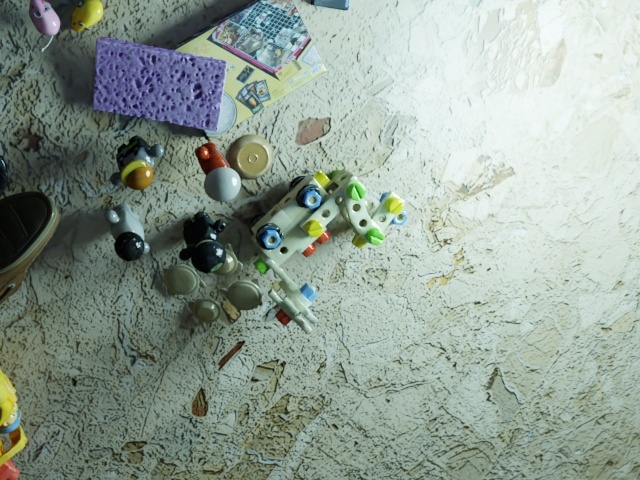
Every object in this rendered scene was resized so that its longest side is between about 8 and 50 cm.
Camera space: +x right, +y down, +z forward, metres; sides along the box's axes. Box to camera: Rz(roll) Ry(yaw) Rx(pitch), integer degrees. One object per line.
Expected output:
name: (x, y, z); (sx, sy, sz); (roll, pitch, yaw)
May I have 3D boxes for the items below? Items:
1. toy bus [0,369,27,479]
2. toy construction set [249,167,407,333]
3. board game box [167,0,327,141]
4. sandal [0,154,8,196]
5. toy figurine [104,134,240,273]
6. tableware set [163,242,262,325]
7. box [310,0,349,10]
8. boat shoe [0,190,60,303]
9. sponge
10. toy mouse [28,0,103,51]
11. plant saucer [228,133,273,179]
toy bus: (-0.581, 0.335, 1.362); (0.220, 0.149, 0.211); (-43, 129, -6)
toy construction set: (0.000, 0.000, 1.469); (0.327, 0.151, 0.215); (-50, 117, -12)
board game box: (-0.130, -0.303, 1.370); (0.243, 0.042, 0.165); (-32, 115, -8)
sandal: (-0.648, -0.208, 1.170); (0.167, 0.107, 0.446); (-47, 116, -1)
toy figurine: (-0.247, -0.058, 1.328); (0.209, 0.148, 0.213); (6, 118, -22)
tableware set: (-0.195, 0.084, 1.457); (0.169, 0.020, 0.141); (-21, 114, 13)
box: (0.021, -0.447, 1.393); (0.067, 0.018, 0.083); (3, 106, -22)
boat shoe: (-0.535, 0.039, 1.299); (0.307, 0.104, 0.111); (-40, 72, 3)
sponge: (-0.263, -0.254, 1.305); (0.210, 0.031, 0.117); (9, 116, -8)
toy mouse: (-0.397, -0.365, 1.222); (0.161, 0.031, 0.143); (-48, 145, 3)
plant saucer: (-0.123, -0.149, 1.438); (0.083, 0.015, 0.083); (-6, 109, -18)
